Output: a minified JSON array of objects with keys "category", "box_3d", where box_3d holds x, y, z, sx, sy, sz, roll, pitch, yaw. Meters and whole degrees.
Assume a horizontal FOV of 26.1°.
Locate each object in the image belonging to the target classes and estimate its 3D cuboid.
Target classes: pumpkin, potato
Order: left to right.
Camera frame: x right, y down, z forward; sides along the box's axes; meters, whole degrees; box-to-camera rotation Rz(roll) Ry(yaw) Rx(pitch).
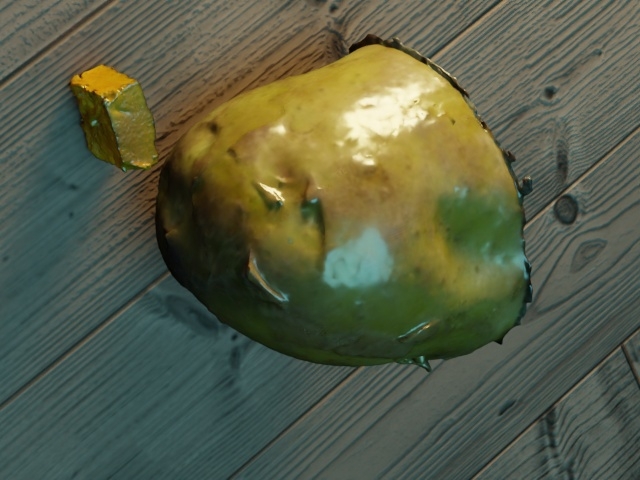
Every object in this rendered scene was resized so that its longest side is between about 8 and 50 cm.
[{"category":"pumpkin","box_3d":[-0.169,-0.103,1.165,0.054,0.074,0.083,-26,124,-27]},{"category":"potato","box_3d":[0.000,0.000,1.186,0.237,0.289,0.301,-27,129,-40]}]
